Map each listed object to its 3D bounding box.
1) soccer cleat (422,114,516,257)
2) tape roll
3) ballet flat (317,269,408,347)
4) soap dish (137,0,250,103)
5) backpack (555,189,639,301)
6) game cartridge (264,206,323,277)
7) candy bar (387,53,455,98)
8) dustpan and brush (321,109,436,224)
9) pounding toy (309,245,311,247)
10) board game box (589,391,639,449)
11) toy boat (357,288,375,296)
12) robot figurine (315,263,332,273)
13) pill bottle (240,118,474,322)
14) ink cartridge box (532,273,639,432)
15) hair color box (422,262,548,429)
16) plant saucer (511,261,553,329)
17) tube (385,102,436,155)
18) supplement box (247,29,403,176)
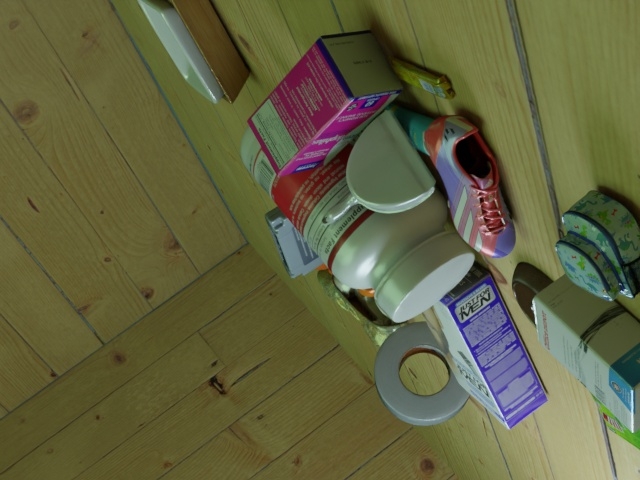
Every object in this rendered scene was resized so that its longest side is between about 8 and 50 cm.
[{"bbox_3d":[0.223,-0.068,1.516,0.095,0.083,0.248,28,151,59],"label":"soccer cleat"},{"bbox_3d":[0.227,0.291,2.350,0.219,0.219,0.072,51,170,18],"label":"tape roll"},{"bbox_3d":[0.114,0.147,2.786,0.348,0.123,0.123,48,169,37],"label":"ballet flat"},{"bbox_3d":[-0.293,-0.473,2.485,0.229,0.118,0.290,41,164,54],"label":"soap dish"},{"bbox_3d":[0.326,0.008,1.245,0.105,0.084,0.114,36,157,57],"label":"backpack"},{"bbox_3d":[-0.012,-0.033,2.429,0.062,0.198,0.297,49,169,25],"label":"game cartridge"},{"bbox_3d":[0.139,-0.230,1.518,0.040,0.018,0.161,55,171,-31],"label":"candy bar"},{"bbox_3d":[0.071,-0.084,1.655,0.147,0.211,0.060,60,-157,13],"label":"dustpan and brush"},{"bbox_3d":[0.101,0.006,2.404,0.237,0.110,0.183,27,167,-18],"label":"pounding toy"},{"bbox_3d":[0.476,0.270,1.574,0.092,0.043,0.181,58,170,-25],"label":"board game box"},{"bbox_3d":[0.135,0.055,2.162,0.151,0.151,0.231,40,164,55],"label":"toy boat"},{"bbox_3d":[0.002,0.001,2.718,0.219,0.128,0.158,88,-175,-74],"label":"robot figurine"},{"bbox_3d":[0.065,-0.069,1.823,0.407,0.229,0.229,50,170,20],"label":"pill bottle"},{"bbox_3d":[0.385,0.148,1.464,0.190,0.082,0.139,49,169,36],"label":"ink cartridge box"},{"bbox_3d":[0.283,0.172,1.994,0.185,0.110,0.338,42,163,56],"label":"hair color box"},{"bbox_3d":[0.350,0.109,1.670,0.168,0.029,0.168,52,171,11],"label":"plant saucer"},{"bbox_3d":[0.145,-0.169,1.644,0.207,0.052,0.080,-138,26,-69],"label":"tube"},{"bbox_3d":[0.003,-0.205,1.630,0.220,0.111,0.114,-40,73,45],"label":"supplement box"}]
